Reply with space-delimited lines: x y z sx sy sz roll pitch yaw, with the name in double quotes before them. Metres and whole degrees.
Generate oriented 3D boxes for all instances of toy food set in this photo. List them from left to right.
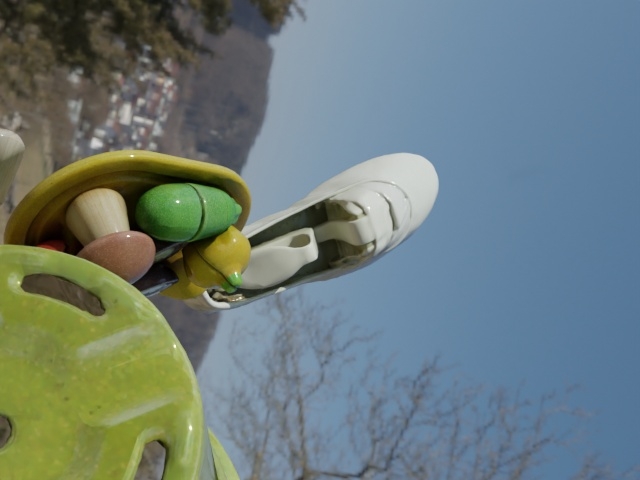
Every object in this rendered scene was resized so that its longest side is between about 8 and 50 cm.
"toy food set" -0.124 0.011 0.624 0.128 0.218 0.071 -48 -124 28

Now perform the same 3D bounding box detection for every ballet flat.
"ballet flat" 0.000 0.000 1.296 0.139 0.400 0.139 60 -15 28

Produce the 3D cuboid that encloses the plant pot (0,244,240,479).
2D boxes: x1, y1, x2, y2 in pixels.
"plant pot" -0.158 0.140 0.512 0.254 0.276 0.276 108 -9 -59
